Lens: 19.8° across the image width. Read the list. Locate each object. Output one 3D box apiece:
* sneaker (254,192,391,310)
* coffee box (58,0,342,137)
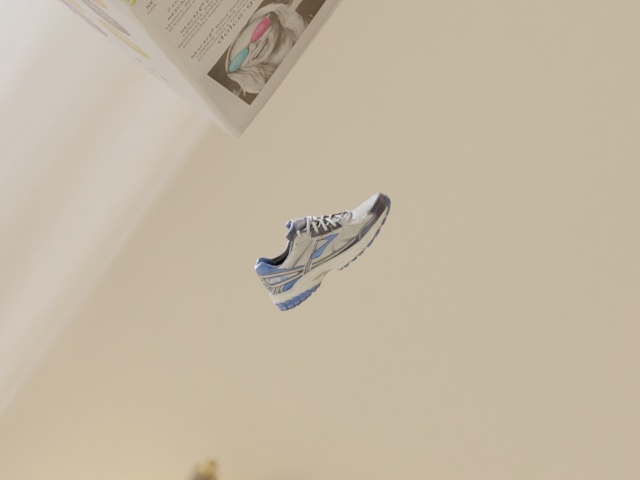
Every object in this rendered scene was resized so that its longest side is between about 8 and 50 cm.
[{"bbox_3d":[0.000,0.000,1.556,0.058,0.135,0.052,48,-170,-10],"label":"sneaker"},{"bbox_3d":[-0.121,-0.342,1.374,0.338,0.338,0.334,37,177,15],"label":"coffee box"}]
